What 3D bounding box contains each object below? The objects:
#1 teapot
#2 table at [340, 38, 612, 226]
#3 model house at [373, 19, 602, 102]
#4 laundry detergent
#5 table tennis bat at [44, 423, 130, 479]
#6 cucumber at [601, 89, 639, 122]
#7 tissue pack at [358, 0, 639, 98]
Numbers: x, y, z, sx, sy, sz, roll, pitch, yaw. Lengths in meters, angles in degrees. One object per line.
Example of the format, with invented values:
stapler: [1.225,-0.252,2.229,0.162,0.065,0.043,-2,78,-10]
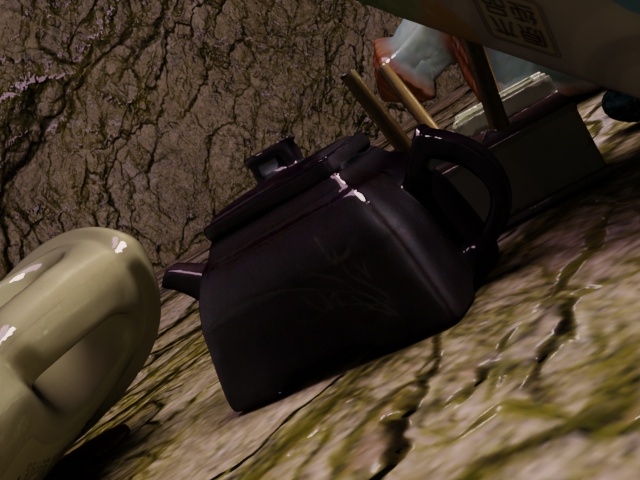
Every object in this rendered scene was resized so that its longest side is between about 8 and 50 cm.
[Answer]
teapot: [0.000,0.000,0.391,0.177,0.096,0.087,-27,7,30]
table: [0.085,-0.077,0.545,0.121,0.111,0.240,-28,6,14]
model house: [0.205,-0.216,0.815,0.329,0.251,0.295,-52,22,21]
laundry detergent: [-0.153,0.073,0.412,0.181,0.091,0.253,-49,3,22]
table tennis bat: [-0.142,0.126,0.482,0.083,0.007,0.050,-31,6,-19]
cucumber: [0.195,-0.085,0.459,0.032,0.032,0.133,-33,5,-21]
tissue pack: [0.124,-0.139,0.368,0.229,0.145,0.159,31,79,39]
